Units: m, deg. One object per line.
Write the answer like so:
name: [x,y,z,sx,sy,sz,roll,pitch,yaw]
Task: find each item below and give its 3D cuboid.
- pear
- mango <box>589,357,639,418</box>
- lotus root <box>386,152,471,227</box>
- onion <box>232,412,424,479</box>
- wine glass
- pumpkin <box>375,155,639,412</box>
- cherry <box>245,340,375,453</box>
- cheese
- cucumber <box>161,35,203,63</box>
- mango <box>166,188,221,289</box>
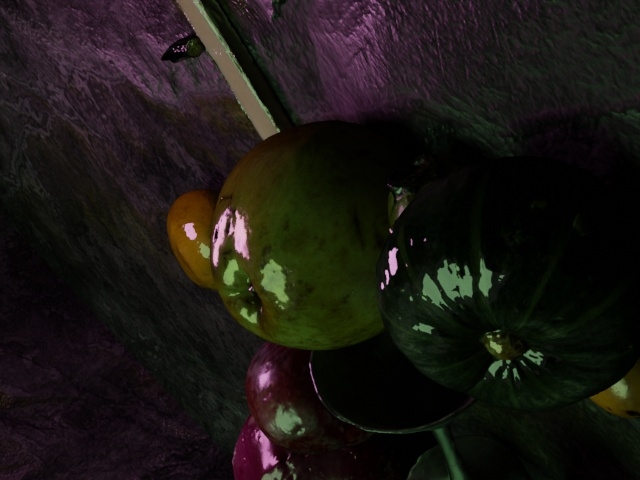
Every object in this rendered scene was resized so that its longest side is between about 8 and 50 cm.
pear: [0.000,0.000,1.704,0.304,0.304,0.304,44,159,21]
mango: [0.328,0.135,1.504,0.178,0.090,0.115,36,154,47]
lotus root: [0.164,-0.009,1.549,0.214,0.138,0.138,49,161,-8]
onion: [0.010,0.353,2.345,0.385,0.347,0.348,-96,-13,-51]
wine glass: [0.169,0.263,1.877,0.267,0.267,0.406,35,161,38]
pumpkin: [0.209,0.042,1.379,0.300,0.207,0.300,14,138,13]
cherry: [-0.008,0.231,2.066,0.300,0.230,0.203,-4,109,67]
cheese: [-0.113,-0.240,1.913,0.400,0.034,0.085,57,155,-17]
cucumber: [-0.217,-0.297,2.039,0.135,0.033,0.034,7,95,63]
mango: [-0.201,0.001,2.375,0.195,0.142,0.331,59,163,-6]
